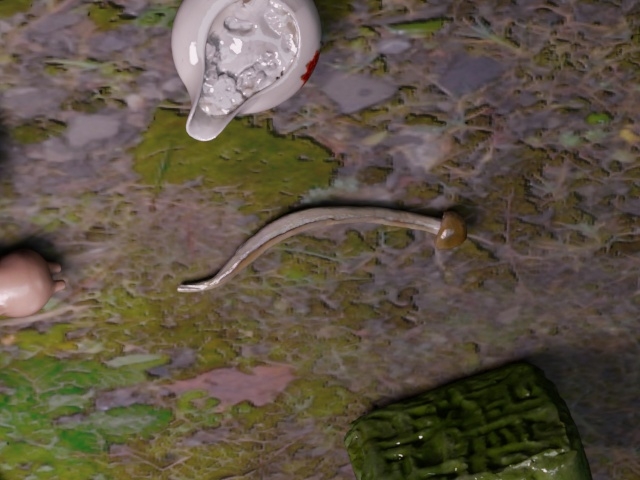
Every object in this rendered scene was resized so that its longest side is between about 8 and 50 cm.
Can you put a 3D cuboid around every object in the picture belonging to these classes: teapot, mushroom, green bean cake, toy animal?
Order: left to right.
[{"bbox_3d":[-0.328,0.039,1.864,0.150,0.083,0.089,2,99,-25],"label":"toy animal"},{"bbox_3d":[-0.067,-0.204,1.808,0.145,0.092,0.226,25,104,-23],"label":"teapot"},{"bbox_3d":[0.001,0.000,1.939,0.306,0.043,0.068,-8,89,-7],"label":"mushroom"},{"bbox_3d":[0.151,0.240,1.966,0.248,0.222,0.125,-21,116,1],"label":"green bean cake"}]
